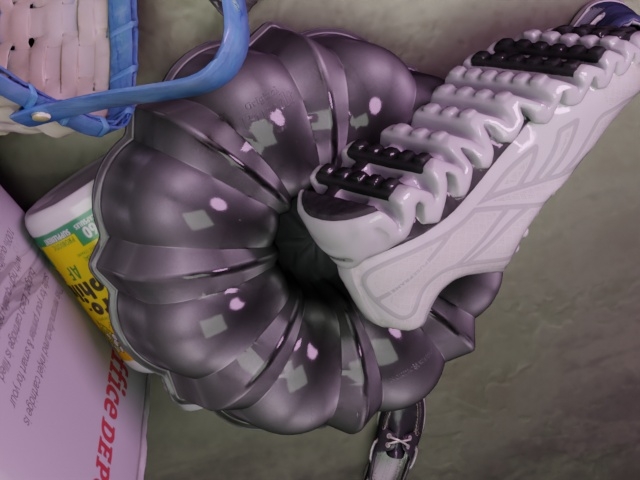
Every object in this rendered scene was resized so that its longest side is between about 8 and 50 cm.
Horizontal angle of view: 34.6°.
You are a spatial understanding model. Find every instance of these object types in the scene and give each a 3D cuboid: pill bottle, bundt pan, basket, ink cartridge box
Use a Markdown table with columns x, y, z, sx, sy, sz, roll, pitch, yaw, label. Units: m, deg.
| x | y | z | sx | sy | sz | roll | pitch | yaw | label |
| --- | --- | --- | --- | --- | --- | --- | --- | --- | --- |
| -0.139 | 0.034 | 0.851 | 0.118 | 0.117 | 0.208 | -29 | 107 | 11 | pill bottle |
| 0.000 | 0.000 | 0.768 | 0.331 | 0.124 | 0.330 | -3 | 98 | -20 | bundt pan |
| -0.182 | -0.199 | 0.693 | 0.289 | 0.201 | 0.254 | -10 | 74 | 29 | basket |
| -0.307 | 0.071 | 0.743 | 0.166 | 0.285 | 0.395 | -29 | 119 | 12 | ink cartridge box |

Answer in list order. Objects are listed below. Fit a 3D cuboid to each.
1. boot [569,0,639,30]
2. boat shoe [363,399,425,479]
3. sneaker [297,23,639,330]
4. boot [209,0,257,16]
| x | y | z | sx | sy | sz | roll | pitch | yaw | label |
| --- | --- | --- | --- | --- | --- | --- | --- | --- | --- |
| 0.194 | -0.099 | 0.812 | 0.069 | 0.086 | 0.190 | 20 | 109 | -6 | boot |
| 0.067 | 0.191 | 0.947 | 0.046 | 0.038 | 0.125 | 17 | 110 | -5 | boat shoe |
| 0.118 | -0.052 | 0.696 | 0.292 | 0.110 | 0.118 | -35 | 120 | -20 | sneaker |
| -0.067 | -0.295 | 0.753 | 0.161 | 0.083 | 0.246 | -21 | 106 | 17 | boot |
